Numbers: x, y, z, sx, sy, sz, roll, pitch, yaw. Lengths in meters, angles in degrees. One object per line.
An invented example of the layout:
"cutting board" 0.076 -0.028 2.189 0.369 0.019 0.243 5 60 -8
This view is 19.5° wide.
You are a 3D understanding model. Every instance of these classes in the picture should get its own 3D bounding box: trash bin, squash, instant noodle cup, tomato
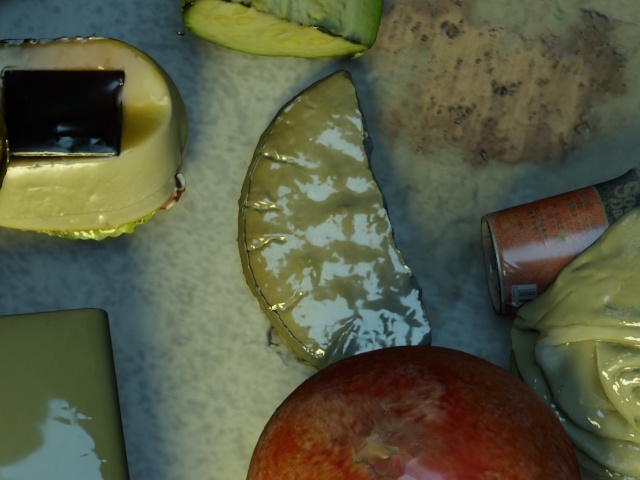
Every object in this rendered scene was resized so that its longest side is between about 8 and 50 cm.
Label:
"trash bin" -0.226 0.184 1.437 0.164 0.122 0.240 -4 72 -9
"squash" -0.042 -0.304 1.601 0.203 0.111 0.288 13 73 -39
"instant noodle cup" 0.208 0.011 1.550 0.136 0.127 0.127 -9 75 -2
"tomato" 0.071 0.205 1.400 0.265 0.265 0.264 2 74 -7

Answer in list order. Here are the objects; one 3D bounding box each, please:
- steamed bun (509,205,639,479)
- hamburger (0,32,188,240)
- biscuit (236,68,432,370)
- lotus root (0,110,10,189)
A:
"steamed bun" 0.261 0.108 1.454 0.218 0.144 0.211 -39 108 22
"hamburger" -0.213 -0.085 1.524 0.210 0.116 0.173 -5 69 -3
"biscuit" 0.000 -0.001 1.560 0.141 0.038 0.289 -13 76 -10
"lotus root" -0.390 0.015 1.399 0.179 0.196 0.397 42 100 21
